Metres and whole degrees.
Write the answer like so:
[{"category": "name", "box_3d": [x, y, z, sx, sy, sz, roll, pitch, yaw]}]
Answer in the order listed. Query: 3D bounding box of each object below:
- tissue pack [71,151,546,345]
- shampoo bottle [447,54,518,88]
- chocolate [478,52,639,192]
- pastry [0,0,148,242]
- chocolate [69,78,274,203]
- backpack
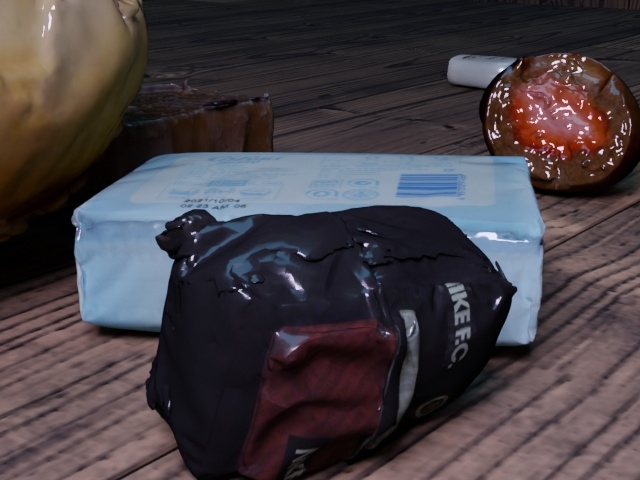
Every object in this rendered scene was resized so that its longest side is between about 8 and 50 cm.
[{"category": "tissue pack", "box_3d": [0.000, 0.000, 0.641, 0.263, 0.089, 0.177, 0, 16, 8]}, {"category": "shampoo bottle", "box_3d": [0.254, -0.232, 1.430, 0.152, 0.045, 0.077, 17, 24, 42]}, {"category": "chocolate", "box_3d": [0.216, -0.095, 0.894, 0.127, 0.124, 0.133, -11, 52, -38]}, {"category": "pastry", "box_3d": [-0.306, -0.092, 0.642, 0.409, 0.245, 0.409, -8, 24, 4]}, {"category": "chocolate", "box_3d": [-0.148, -0.080, 0.883, 0.148, 0.093, 0.214, 10, 20, 34]}, {"category": "backpack", "box_3d": [0.009, 0.043, 0.468, 0.165, 0.120, 0.106, -9, 41, -25]}]
